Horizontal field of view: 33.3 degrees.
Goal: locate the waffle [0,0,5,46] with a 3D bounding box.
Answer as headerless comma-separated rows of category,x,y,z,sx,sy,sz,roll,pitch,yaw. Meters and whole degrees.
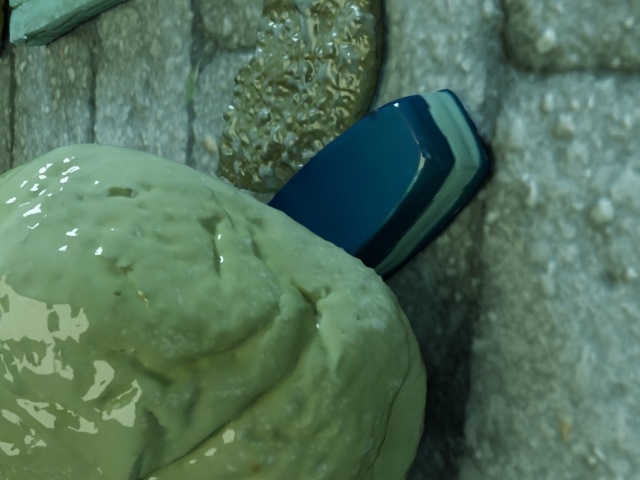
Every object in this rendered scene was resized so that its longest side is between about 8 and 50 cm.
waffle,-0.440,-0.400,1.179,0.261,0.114,0.376,25,112,44

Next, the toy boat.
toy boat,0.000,0.000,0.788,0.299,0.062,0.096,-43,64,41

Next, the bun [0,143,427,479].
bun,-0.115,0.115,0.719,0.349,0.227,0.352,4,137,25

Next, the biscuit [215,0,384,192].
biscuit,-0.009,-0.137,0.805,0.133,0.032,0.249,35,118,38

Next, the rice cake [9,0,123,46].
rice cake,-0.238,-0.267,1.032,0.211,0.038,0.124,-4,91,46
